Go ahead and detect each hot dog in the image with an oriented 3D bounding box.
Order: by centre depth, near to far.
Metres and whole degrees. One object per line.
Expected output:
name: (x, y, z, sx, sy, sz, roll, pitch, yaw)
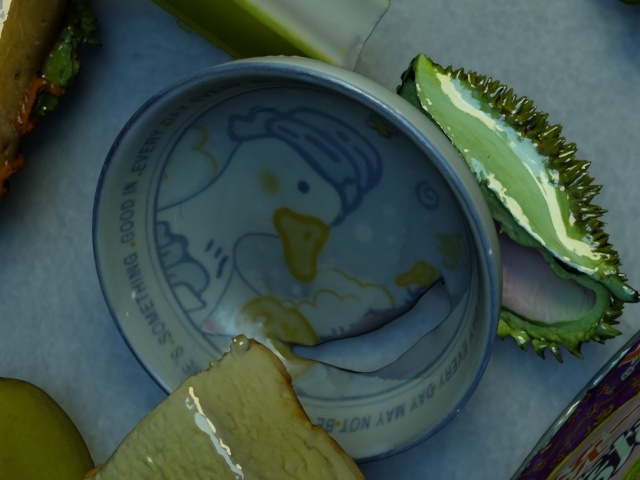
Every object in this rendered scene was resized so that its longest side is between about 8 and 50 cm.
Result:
hot dog: (-0.235, -0.162, 0.844, 0.158, 0.117, 0.349, 3, 74, 38)

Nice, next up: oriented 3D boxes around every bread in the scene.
bread: (-0.026, 0.220, 0.725, 0.275, 0.114, 0.185, 50, 121, 8)

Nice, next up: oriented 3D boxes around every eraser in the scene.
eraser: (-0.079, -0.185, 0.753, 0.226, 0.158, 0.069, 33, 82, -24)

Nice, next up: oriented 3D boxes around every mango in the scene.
mango: (-0.214, 0.186, 0.794, 0.130, 0.092, 0.195, -7, 81, -23)

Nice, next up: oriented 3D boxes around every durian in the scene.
durian: (0.132, -0.020, 0.772, 0.095, 0.137, 0.221, -25, 68, -27)

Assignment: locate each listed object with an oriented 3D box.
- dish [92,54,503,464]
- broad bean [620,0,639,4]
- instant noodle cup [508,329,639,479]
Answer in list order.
dish: (0.000, 0.000, 0.775, 0.273, 0.134, 0.273, 10, 116, 20)
broad bean: (0.268, -0.244, 0.747, 0.100, 0.169, 0.228, 37, 91, -11)
instant noodle cup: (0.278, 0.167, 0.616, 0.266, 0.340, 0.340, 44, 91, 4)
